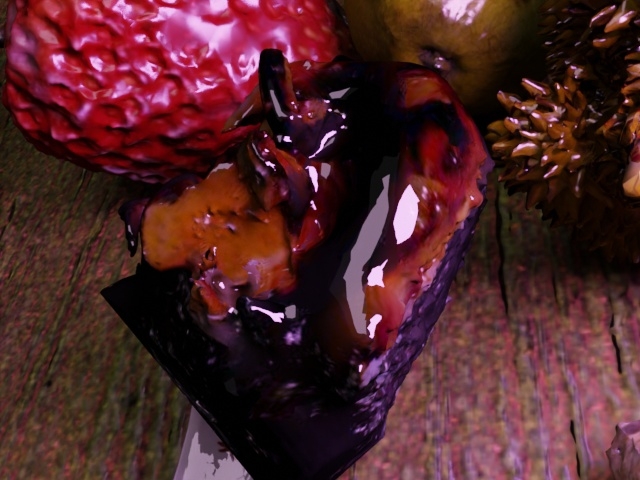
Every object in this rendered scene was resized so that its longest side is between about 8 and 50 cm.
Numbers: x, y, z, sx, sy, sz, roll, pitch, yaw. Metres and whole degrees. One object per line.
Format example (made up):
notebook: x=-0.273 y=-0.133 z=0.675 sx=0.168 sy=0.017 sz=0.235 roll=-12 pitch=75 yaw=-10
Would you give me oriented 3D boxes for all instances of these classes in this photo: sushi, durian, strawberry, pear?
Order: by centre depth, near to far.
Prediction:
durian: x=0.231 y=-0.103 z=0.501 sx=0.258 sy=0.293 sz=0.258 roll=-4 pitch=79 yaw=20
sushi: x=0.001 y=0.000 z=0.515 sx=0.227 sy=0.212 sz=0.215 roll=-36 pitch=70 yaw=-23
pear: x=0.122 y=-0.215 z=0.692 sx=0.212 sy=0.212 sz=0.269 roll=-6 pitch=43 yaw=22
strawberry: x=-0.137 y=-0.196 z=0.749 sx=0.310 sy=0.291 sz=0.291 roll=2 pitch=55 yaw=32

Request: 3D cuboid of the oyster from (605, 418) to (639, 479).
oyster: x=0.287 y=0.147 z=0.413 sx=0.214 sy=0.083 sz=0.222 roll=-29 pitch=53 yaw=7

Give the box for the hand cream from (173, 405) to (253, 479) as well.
hand cream: x=-0.045 y=0.114 z=0.607 sx=0.121 sy=0.076 sz=0.336 roll=-4 pitch=56 yaw=21
